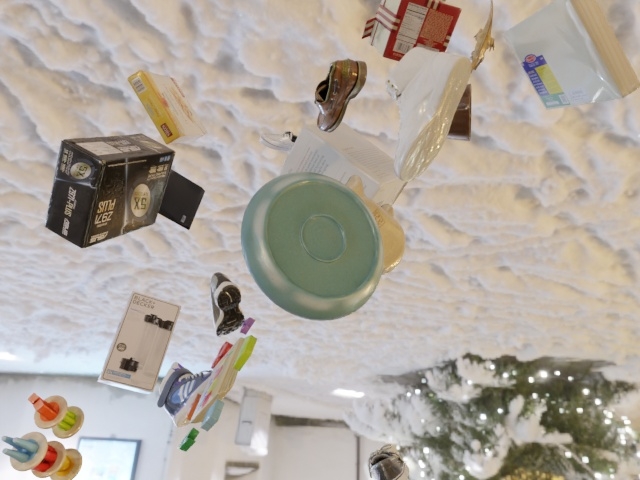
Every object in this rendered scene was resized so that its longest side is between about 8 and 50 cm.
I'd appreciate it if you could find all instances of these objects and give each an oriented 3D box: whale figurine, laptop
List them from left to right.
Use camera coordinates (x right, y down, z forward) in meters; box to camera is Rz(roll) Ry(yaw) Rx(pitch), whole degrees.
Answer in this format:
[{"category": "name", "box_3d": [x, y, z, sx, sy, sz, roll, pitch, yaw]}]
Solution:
[{"category": "laptop", "box_3d": [-0.469, -0.103, 1.299, 0.264, 0.234, 0.136, -16, 119, 8]}, {"category": "whale figurine", "box_3d": [0.109, -0.034, 1.325, 0.141, 0.216, 0.272, -11, 115, 53]}]

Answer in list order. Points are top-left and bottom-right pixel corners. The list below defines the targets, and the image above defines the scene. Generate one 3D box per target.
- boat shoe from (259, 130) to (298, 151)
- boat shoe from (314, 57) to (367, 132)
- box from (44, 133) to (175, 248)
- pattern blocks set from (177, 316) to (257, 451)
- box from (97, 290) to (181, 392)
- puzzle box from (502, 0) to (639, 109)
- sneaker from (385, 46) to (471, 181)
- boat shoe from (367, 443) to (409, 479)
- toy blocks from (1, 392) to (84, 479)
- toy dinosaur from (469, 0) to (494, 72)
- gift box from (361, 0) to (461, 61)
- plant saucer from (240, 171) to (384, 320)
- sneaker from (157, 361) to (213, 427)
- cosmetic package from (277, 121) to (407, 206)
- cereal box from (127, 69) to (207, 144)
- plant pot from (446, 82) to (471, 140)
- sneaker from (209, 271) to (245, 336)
[{"category": "boat shoe", "box_3d": [-0.143, -0.453, 2.233, 0.258, 0.095, 0.084, 11, 132, -7]}, {"category": "boat shoe", "box_3d": [0.031, -0.433, 1.476, 0.105, 0.110, 0.307, 2, 156, -19]}, {"category": "box", "box_3d": [-0.334, -0.087, 0.802, 0.078, 0.147, 0.180, 28, -159, 10]}, {"category": "pattern blocks set", "box_3d": [-0.220, 0.308, 1.107, 0.026, 0.324, 0.285, 34, 129, -11]}, {"category": "box", "box_3d": [-0.577, 0.327, 1.593, 0.169, 0.289, 0.087, 22, 151, -18]}, {"category": "puzzle box", "box_3d": [0.628, -0.479, 1.289, 0.052, 0.272, 0.409, -34, -171, 7]}, {"category": "sneaker", "box_3d": [0.211, -0.295, 1.149, 0.108, 0.292, 0.169, 7, -158, -47]}, {"category": "boat shoe", "box_3d": [0.194, 0.679, 1.490, 0.113, 0.105, 0.306, -31, 162, 2]}, {"category": "toy blocks", "box_3d": [-0.409, 0.280, 0.729, 0.054, 0.123, 0.148, -16, 144, -4]}, {"category": "toy dinosaur", "box_3d": [0.361, -0.443, 1.094, 0.053, 0.183, 0.092, 21, -159, 12]}, {"category": "gift box", "box_3d": [0.311, -0.759, 1.789, 0.255, 0.258, 0.276, 14, 122, -17]}, {"category": "plant saucer", "box_3d": [0.000, 0.000, 0.992, 0.318, 0.317, 0.044, 14, 157, -22]}, {"category": "sneaker", "box_3d": [-0.504, 0.535, 1.922, 0.323, 0.236, 0.130, -49, 148, 12]}, {"category": "cosmetic package", "box_3d": [0.085, -0.233, 2.003, 0.327, 0.394, 0.329, -26, 152, -56]}, {"category": "cereal box", "box_3d": [-0.377, -0.333, 1.252, 0.047, 0.173, 0.240, -28, -168, 9]}, {"category": "plant pot", "box_3d": [0.465, -0.489, 1.928, 0.231, 0.215, 0.215, 1, 156, 18]}, {"category": "sneaker", "box_3d": [-0.313, 0.213, 1.630, 0.100, 0.108, 0.271, -18, 137, -27]}]
